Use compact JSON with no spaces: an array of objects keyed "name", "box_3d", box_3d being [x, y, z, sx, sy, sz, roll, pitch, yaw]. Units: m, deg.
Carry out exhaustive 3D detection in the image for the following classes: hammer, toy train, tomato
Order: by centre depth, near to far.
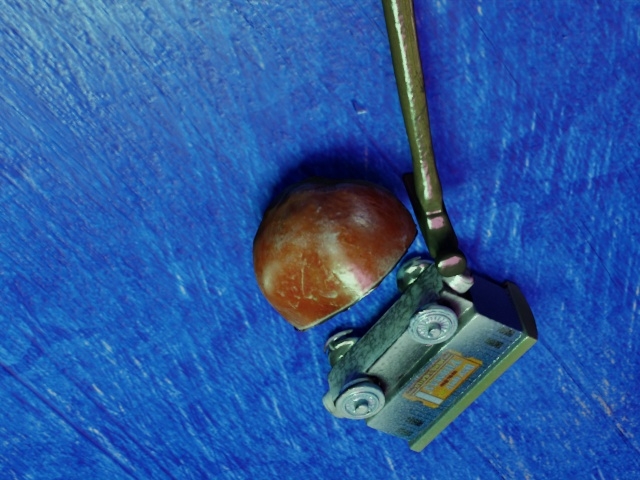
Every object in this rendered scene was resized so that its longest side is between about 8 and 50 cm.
[{"name":"hammer","box_3d":[0.111,-0.172,1.661,0.044,0.168,0.440,-14,124,-2]},{"name":"tomato","box_3d":[0.000,0.000,1.775,0.155,0.181,0.214,45,128,-14]},{"name":"toy train","box_3d":[0.144,0.158,1.953,0.202,0.131,0.300,24,124,-30]}]
